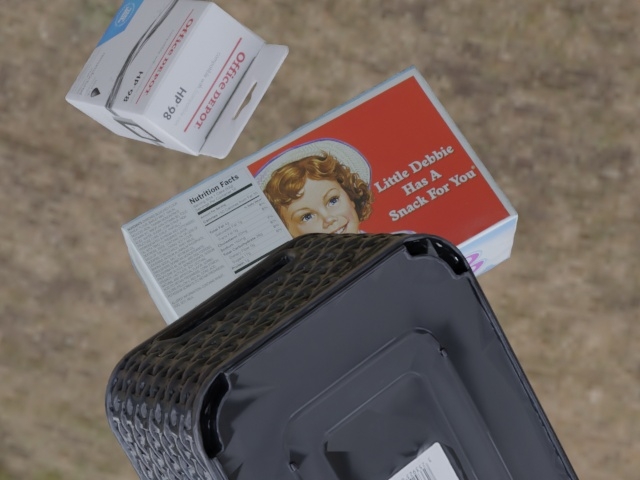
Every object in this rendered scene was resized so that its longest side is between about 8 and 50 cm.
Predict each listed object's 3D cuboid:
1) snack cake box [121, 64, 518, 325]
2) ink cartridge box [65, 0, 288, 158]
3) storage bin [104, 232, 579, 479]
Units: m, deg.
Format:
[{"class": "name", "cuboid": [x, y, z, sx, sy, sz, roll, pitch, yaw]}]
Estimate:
[{"class": "snack cake box", "cuboid": [0.000, 0.000, 1.364, 0.264, 0.152, 0.089, -29, 159, -11]}, {"class": "ink cartridge box", "cuboid": [-0.112, -0.128, 1.356, 0.060, 0.104, 0.180, 36, 169, -32]}, {"class": "storage bin", "cuboid": [0.019, 0.097, 0.658, 0.084, 0.122, 0.180, 3, 124, 61]}]
